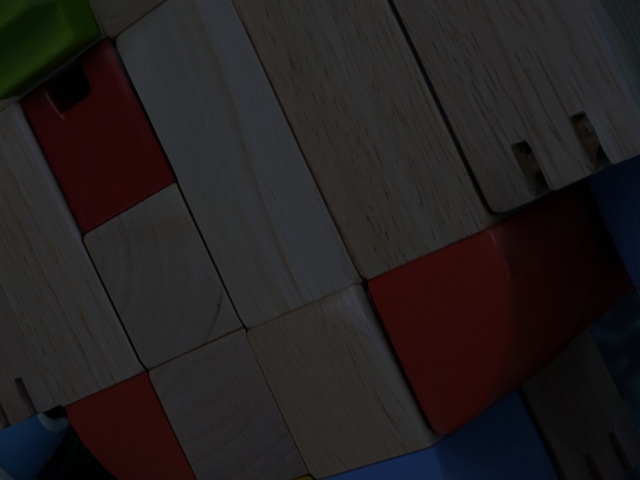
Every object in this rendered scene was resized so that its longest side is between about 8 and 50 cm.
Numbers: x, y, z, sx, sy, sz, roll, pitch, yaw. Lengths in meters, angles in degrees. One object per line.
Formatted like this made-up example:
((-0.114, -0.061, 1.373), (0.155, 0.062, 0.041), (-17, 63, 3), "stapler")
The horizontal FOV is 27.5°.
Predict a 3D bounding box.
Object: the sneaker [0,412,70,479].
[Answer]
((-0.203, 0.070, 0.682), (0.092, 0.087, 0.229), (-44, 43, -7), "sneaker")

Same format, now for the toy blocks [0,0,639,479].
((0.000, 0.000, 0.420), (0.381, 0.191, 0.261), (-25, 90, 40), "toy blocks")
